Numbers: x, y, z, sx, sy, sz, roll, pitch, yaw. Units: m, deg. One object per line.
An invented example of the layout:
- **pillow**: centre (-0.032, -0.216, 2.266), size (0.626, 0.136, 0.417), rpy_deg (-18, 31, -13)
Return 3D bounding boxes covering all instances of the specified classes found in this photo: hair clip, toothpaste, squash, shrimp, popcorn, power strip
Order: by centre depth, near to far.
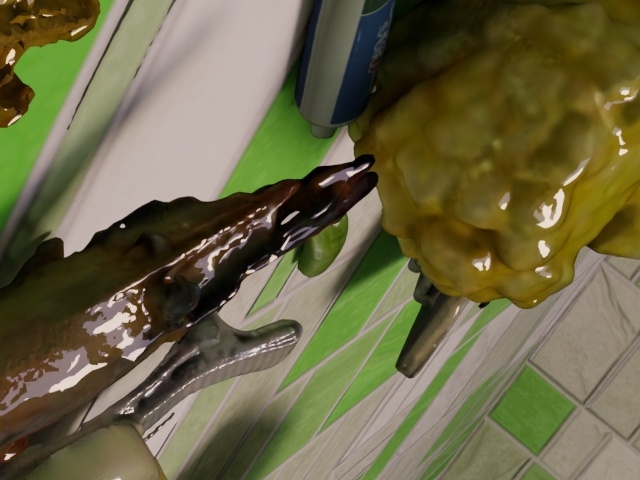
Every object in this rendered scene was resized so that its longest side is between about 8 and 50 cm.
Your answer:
- **shrimp**: centre (-0.099, 0.033, 0.645), size (0.262, 0.066, 0.117), rpy_deg (-32, 177, -15)
- **toothpaste**: centre (0.015, -0.102, 0.711), size (0.197, 0.035, 0.057), rpy_deg (106, 11, -58)
- **popcorn**: centre (0.114, -0.058, 0.812), size (0.189, 0.169, 0.218), rpy_deg (-26, -169, 5)
- **hair clip**: centre (-0.105, 0.106, 0.838), size (0.218, 0.071, 0.159), rpy_deg (-40, 167, -23)
- **squash**: centre (0.001, -0.001, 0.974), size (0.027, 0.027, 0.089), rpy_deg (-46, 168, -19)
- **power strip**: centre (0.103, -0.021, 1.176), size (0.198, 0.064, 0.213), rpy_deg (-57, 179, 23)

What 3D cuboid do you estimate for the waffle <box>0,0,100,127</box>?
- **waffle**: centre (-0.107, -0.062, 0.320), size (0.197, 0.070, 0.193), rpy_deg (-50, 167, 3)
